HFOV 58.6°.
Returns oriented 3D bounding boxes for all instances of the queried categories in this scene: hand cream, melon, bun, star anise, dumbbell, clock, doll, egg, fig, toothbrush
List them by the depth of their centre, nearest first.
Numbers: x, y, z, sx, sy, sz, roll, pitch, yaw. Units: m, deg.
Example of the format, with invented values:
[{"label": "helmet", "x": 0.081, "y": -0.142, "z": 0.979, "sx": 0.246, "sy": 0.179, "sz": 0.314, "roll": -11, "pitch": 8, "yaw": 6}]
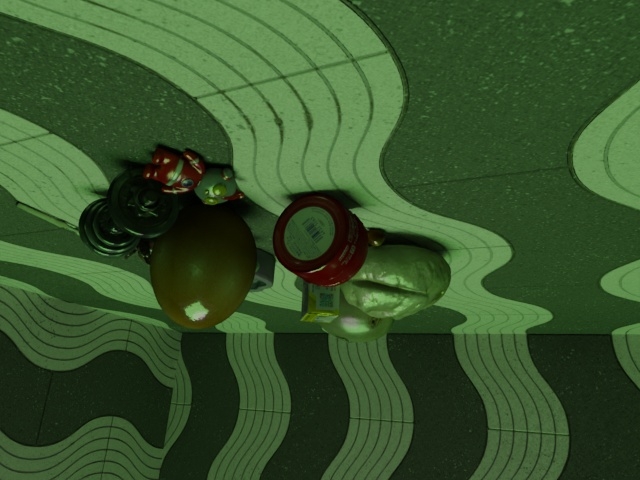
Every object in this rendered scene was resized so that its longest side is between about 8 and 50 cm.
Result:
[{"label": "doll", "x": -0.290, "y": -0.143, "z": 1.354, "sx": 0.245, "sy": 0.076, "sz": 0.142, "roll": 22, "pitch": 134, "yaw": -30}, {"label": "hand cream", "x": 0.000, "y": 0.000, "z": 1.480, "sx": 0.230, "sy": 0.230, "sz": 0.149, "roll": -3, "pitch": 160, "yaw": 24}, {"label": "dumbbell", "x": -0.508, "y": -0.064, "z": 1.494, "sx": 0.179, "sy": 0.179, "sz": 0.406, "roll": 17, "pitch": 159, "yaw": -31}, {"label": "egg", "x": -0.318, "y": 0.065, "z": 1.552, "sx": 0.283, "sy": 0.351, "sz": 0.282, "roll": 11, "pitch": 165, "yaw": 3}, {"label": "fig", "x": 0.150, "y": -0.015, "z": 1.684, "sx": 0.083, "sy": 0.050, "sz": 0.050, "roll": 28, "pitch": 160, "yaw": -2}, {"label": "star anise", "x": -0.543, "y": 0.000, "z": 1.693, "sx": 0.182, "sy": 0.195, "sz": 0.065, "roll": -23, "pitch": 150, "yaw": -24}, {"label": "bun", "x": 0.229, "y": 0.140, "z": 1.816, "sx": 0.365, "sy": 0.219, "sz": 0.365, "roll": 0, "pitch": 167, "yaw": 0}, {"label": "toothbrush", "x": -0.860, "y": -0.063, "z": 1.839, "sx": 0.028, "sy": 0.026, "sz": 0.294, "roll": 14, "pitch": 167, "yaw": 25}, {"label": "clock", "x": -0.335, "y": 0.097, "z": 2.063, "sx": 0.339, "sy": 0.102, "sz": 0.338, "roll": 5, "pitch": 161, "yaw": 2}, {"label": "melon", "x": 0.116, "y": 0.245, "z": 2.126, "sx": 0.330, "sy": 0.268, "sz": 0.268, "roll": 9, "pitch": 163, "yaw": 14}]

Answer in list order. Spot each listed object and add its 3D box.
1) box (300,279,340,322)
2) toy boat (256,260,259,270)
[{"label": "box", "x": 0.001, "y": 0.110, "z": 1.745, "sx": 0.097, "sy": 0.265, "sz": 0.168, "roll": 5, "pitch": 162, "yaw": -8}, {"label": "toy boat", "x": -0.368, "y": 0.048, "z": 1.827, "sx": 0.330, "sy": 0.123, "sz": 0.215, "roll": -13, "pitch": 126, "yaw": 3}]
